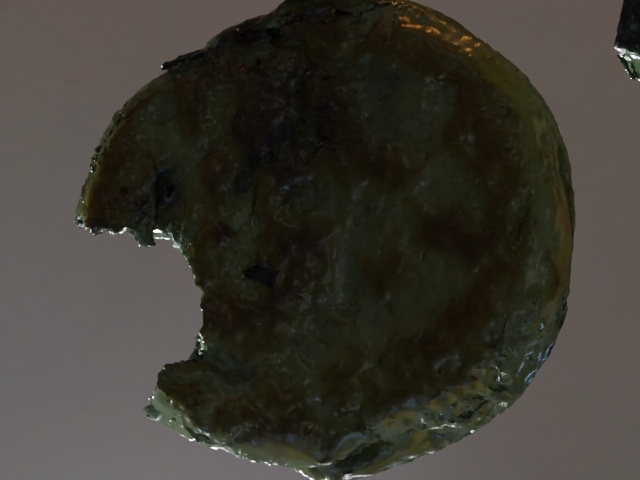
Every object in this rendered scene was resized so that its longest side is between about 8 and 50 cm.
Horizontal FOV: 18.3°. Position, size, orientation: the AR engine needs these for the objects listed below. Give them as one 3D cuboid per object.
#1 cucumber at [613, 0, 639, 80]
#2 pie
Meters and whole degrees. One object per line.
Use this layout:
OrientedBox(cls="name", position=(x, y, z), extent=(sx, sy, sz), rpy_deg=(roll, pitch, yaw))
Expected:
OrientedBox(cls="cucumber", position=(0.209, -0.168, 1.074), extent=(0.070, 0.046, 0.220), rpy_deg=(14, -88, -21))
OrientedBox(cls="pie", position=(0.008, -0.002, 1.170), extent=(0.303, 0.067, 0.302), rpy_deg=(0, -90, 15))
